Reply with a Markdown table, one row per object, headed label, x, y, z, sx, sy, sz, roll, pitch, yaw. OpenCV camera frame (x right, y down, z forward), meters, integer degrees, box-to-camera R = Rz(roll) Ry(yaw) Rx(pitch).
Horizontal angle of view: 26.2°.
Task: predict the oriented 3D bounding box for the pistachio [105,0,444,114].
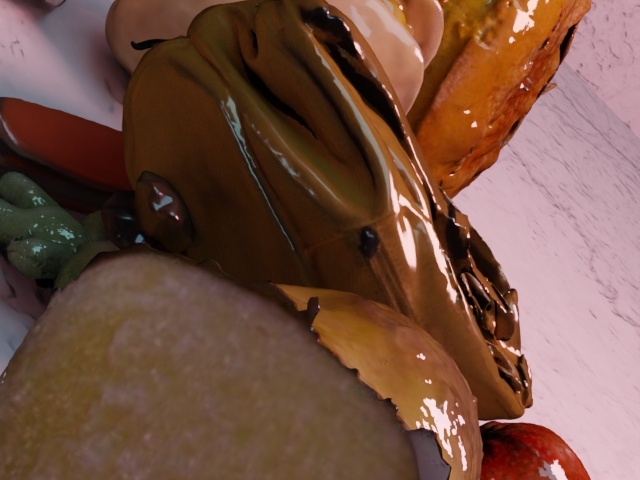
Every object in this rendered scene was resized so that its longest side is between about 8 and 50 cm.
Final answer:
| label | x | y | z | sx | sy | sz | roll | pitch | yaw |
| --- | --- | --- | --- | --- | --- | --- | --- | --- | --- |
| pistachio | -0.047 | -0.183 | 1.235 | 0.299 | 0.188 | 0.187 | 14 | 23 | 8 |

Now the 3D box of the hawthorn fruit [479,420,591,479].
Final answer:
| label | x | y | z | sx | sy | sz | roll | pitch | yaw |
| --- | --- | --- | --- | --- | --- | --- | --- | --- | --- |
| hawthorn fruit | 0.147 | 0.237 | 1.067 | 0.157 | 0.157 | 0.194 | -6 | 76 | -62 |

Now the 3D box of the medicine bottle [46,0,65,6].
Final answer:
| label | x | y | z | sx | sy | sz | roll | pitch | yaw |
| --- | --- | --- | --- | --- | --- | --- | --- | --- | --- |
| medicine bottle | -0.279 | -0.346 | 1.179 | 0.273 | 0.165 | 0.165 | 44 | 23 | -14 |

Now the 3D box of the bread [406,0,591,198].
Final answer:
| label | x | y | z | sx | sy | sz | roll | pitch | yaw |
| --- | --- | --- | --- | --- | --- | --- | --- | --- | --- |
| bread | 0.132 | -0.187 | 1.456 | 0.204 | 0.358 | 0.337 | 34 | -6 | 15 |

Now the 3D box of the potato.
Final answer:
| label | x | y | z | sx | sy | sz | roll | pitch | yaw |
| --- | --- | --- | --- | --- | --- | --- | --- | --- | --- |
| potato | -0.023 | 0.171 | 0.761 | 0.301 | 0.289 | 0.237 | 44 | 0 | 33 |

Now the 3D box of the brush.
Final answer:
| label | x | y | z | sx | sy | sz | roll | pitch | yaw |
| --- | --- | --- | --- | --- | --- | --- | --- | --- | --- |
| brush | -0.196 | -0.061 | 1.036 | 0.323 | 0.051 | 0.070 | 21 | 42 | -53 |

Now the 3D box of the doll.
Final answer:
| label | x | y | z | sx | sy | sz | roll | pitch | yaw |
| --- | --- | --- | --- | --- | --- | --- | --- | --- | --- |
| doll | -0.178 | 0.010 | 0.937 | 0.150 | 0.077 | 0.115 | 37 | 22 | 15 |

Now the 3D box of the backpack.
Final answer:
| label | x | y | z | sx | sy | sz | roll | pitch | yaw |
| --- | --- | --- | --- | --- | --- | --- | --- | --- | --- |
| backpack | 0.005 | -0.004 | 1.000 | 0.378 | 0.201 | 0.353 | 58 | 6 | 10 |
